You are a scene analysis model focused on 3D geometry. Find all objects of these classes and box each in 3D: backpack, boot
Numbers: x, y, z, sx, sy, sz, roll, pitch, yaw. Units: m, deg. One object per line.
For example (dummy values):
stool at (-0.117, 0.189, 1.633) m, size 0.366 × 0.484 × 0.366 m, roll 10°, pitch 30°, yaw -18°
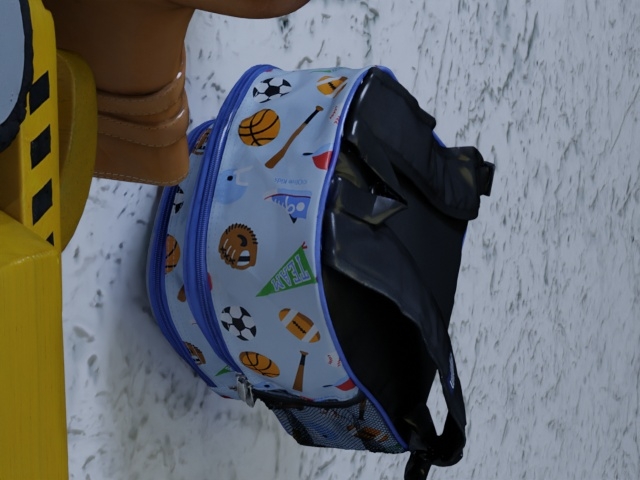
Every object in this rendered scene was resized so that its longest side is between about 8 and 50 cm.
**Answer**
backpack at (0.000, 0.000, 1.171) m, size 0.263 × 0.213 × 0.277 m, roll 65°, pitch 29°, yaw -58°
boot at (-0.099, -0.110, 0.878) m, size 0.109 × 0.283 × 0.220 m, roll -43°, pitch 141°, yaw -37°

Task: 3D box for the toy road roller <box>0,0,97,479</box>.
toy road roller at (-0.201, 0.008, 0.758) m, size 0.240 × 0.202 × 0.330 m, roll -16°, pitch 105°, yaw -75°
